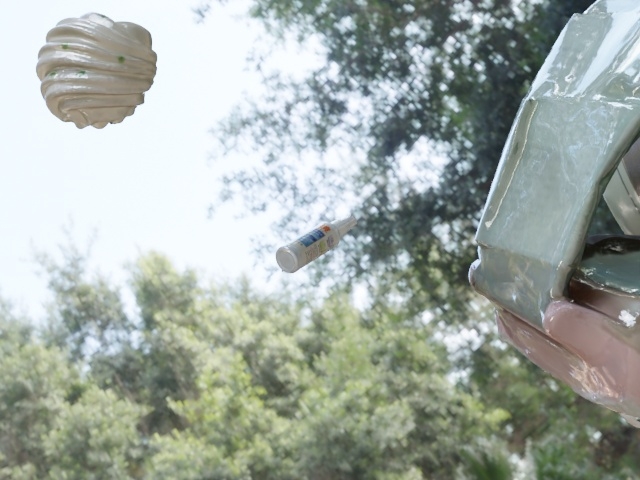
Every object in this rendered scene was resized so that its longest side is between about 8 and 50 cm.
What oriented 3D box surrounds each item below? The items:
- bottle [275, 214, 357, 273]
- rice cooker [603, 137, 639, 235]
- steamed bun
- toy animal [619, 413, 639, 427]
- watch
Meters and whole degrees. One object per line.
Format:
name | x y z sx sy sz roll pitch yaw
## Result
bottle | 0.000 0.000 1.913 0.217 0.060 0.060 -29 -35 -45
rice cooker | 0.556 -0.113 1.337 0.335 0.335 0.325 2 -27 -42
steamed bun | -0.322 -0.243 1.371 0.183 0.183 0.106 -45 -27 5
toy animal | 0.668 0.303 1.908 0.179 0.166 0.138 -39 9 35
watch | 0.216 -0.047 0.489 0.253 0.162 0.241 0 -77 -18
